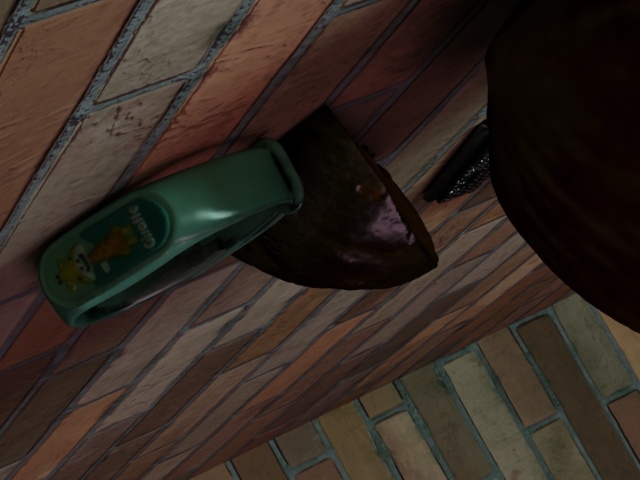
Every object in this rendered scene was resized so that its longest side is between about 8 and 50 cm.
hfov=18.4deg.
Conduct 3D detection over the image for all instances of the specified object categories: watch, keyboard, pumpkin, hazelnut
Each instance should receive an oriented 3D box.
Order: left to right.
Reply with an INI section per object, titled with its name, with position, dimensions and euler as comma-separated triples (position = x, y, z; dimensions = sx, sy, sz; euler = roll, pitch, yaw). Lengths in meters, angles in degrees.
[watch]
position = -0.125, -0.001, 1.625
dimensions = 0.237, 0.068, 0.195
euler = -33, 170, 25
[pumpkin]
position = 0.000, 0.000, 1.762
dimensions = 0.169, 0.148, 0.312
euler = -34, 165, 3
[keyboard]
position = 0.180, -0.093, 2.116
dimensions = 0.094, 0.025, 0.230
euler = -23, 168, -19
[hazelnut]
position = 0.340, -0.115, 1.570
dimensions = 0.402, 0.402, 0.429
euler = -26, 173, -17
